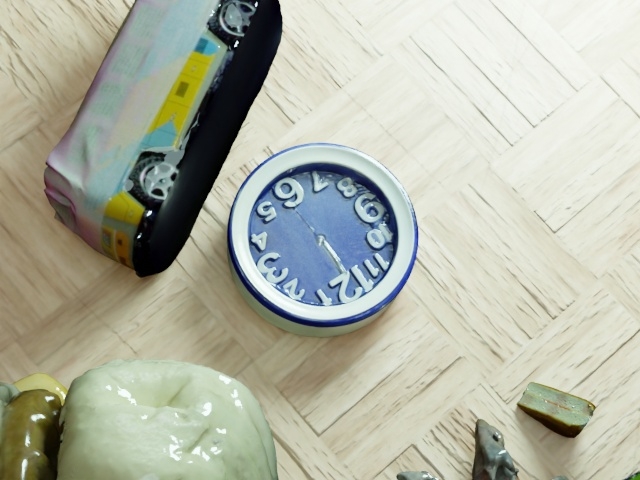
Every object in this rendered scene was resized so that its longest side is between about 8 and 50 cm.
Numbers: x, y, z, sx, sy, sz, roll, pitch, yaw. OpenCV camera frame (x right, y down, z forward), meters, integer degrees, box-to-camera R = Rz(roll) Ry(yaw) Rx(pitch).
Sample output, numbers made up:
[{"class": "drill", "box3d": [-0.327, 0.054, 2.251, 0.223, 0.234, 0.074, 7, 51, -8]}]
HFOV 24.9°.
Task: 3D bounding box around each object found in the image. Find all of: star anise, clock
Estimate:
[{"class": "star anise", "box3d": [0.210, 0.329, 1.657, 0.198, 0.110, 0.257, -41, 87, -17]}, {"class": "clock", "box3d": [0.000, 0.000, 1.758, 0.230, 0.083, 0.231, 3, 72, -8]}]

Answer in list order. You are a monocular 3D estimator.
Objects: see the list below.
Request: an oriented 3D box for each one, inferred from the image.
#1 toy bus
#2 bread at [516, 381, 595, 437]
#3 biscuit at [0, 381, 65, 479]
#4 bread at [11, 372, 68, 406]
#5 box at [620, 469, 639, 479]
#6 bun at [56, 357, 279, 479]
[{"class": "toy bus", "box3d": [-0.195, -0.154, 1.749, 0.162, 0.171, 0.386, 20, 71, 11]}, {"class": "bread", "box3d": [0.293, 0.209, 1.735, 0.062, 0.109, 0.043, 44, 72, -37]}, {"class": "biscuit", "box3d": [-0.303, 0.337, 1.464, 0.115, 0.268, 0.366, -6, 97, -1]}, {"class": "bread", "box3d": [-0.346, 0.240, 1.637, 0.173, 0.085, 0.134, -30, 78, -14]}, {"class": "box", "box3d": [0.458, 0.413, 1.653, 0.134, 0.097, 0.346, -16, 71, -41]}, {"class": "bun", "box3d": [-0.145, 0.286, 1.498, 0.210, 0.360, 0.360, -5, 72, -1]}]
